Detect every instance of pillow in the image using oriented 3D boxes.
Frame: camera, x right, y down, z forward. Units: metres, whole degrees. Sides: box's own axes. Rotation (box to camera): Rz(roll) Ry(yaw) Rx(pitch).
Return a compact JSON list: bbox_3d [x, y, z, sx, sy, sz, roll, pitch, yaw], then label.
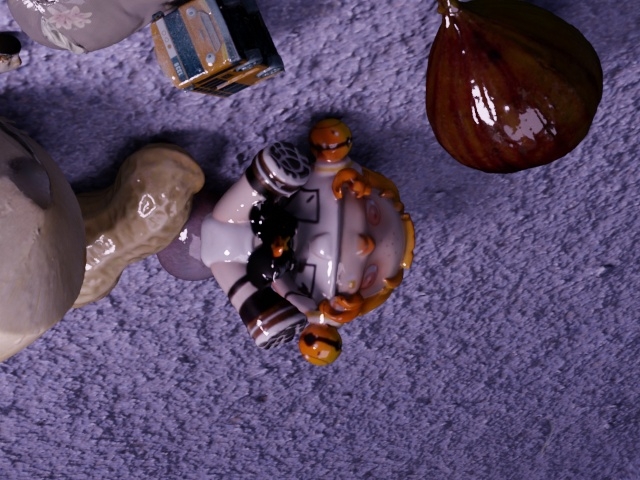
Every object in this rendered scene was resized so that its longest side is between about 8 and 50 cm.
[{"bbox_3d":[-0.202,-0.270,1.782,0.255,0.059,0.169,-24,151,13],"label":"pillow"}]

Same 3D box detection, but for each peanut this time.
[{"bbox_3d":[-0.264,-0.023,2.150,0.298,0.120,0.136,-36,127,27],"label":"peanut"}]

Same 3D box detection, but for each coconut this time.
[{"bbox_3d":[-0.423,0.003,1.936,0.323,0.323,0.323,-13,153,-7],"label":"coconut"}]

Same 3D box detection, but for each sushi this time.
[{"bbox_3d":[-0.369,-0.197,1.843,0.083,0.044,0.046,-4,150,-18],"label":"sushi"}]

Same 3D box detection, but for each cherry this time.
[{"bbox_3d":[-0.135,-0.024,2.245,0.188,0.115,0.148,-22,120,-9],"label":"cherry"}]

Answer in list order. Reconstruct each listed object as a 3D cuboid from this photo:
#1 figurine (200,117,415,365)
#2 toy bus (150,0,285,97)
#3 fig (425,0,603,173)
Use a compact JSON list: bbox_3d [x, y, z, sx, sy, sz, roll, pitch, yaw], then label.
[{"bbox_3d":[-0.005,0.000,2.205,0.196,0.320,0.323,7,-176,37],"label":"figurine"},{"bbox_3d":[-0.114,-0.212,1.840,0.103,0.091,0.182,-24,176,13],"label":"toy bus"},{"bbox_3d":[0.191,-0.232,1.974,0.217,0.217,0.321,-26,124,19],"label":"fig"}]
